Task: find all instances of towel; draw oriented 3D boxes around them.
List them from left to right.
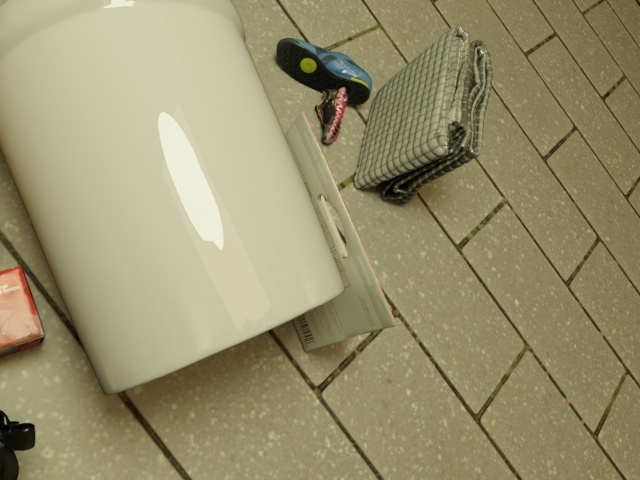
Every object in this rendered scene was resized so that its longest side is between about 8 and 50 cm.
[{"bbox_3d":[0.199,-0.224,0.935,0.121,0.235,0.283,27,61,-25],"label":"towel"}]

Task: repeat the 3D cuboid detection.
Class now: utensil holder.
[{"bbox_3d":[-0.183,-0.055,0.607,0.328,0.328,0.385,-20,85,-33],"label":"utensil holder"}]

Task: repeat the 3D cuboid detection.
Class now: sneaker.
[{"bbox_3d":[0.009,-0.344,0.975,0.210,0.069,0.082,21,52,-22],"label":"sneaker"},{"bbox_3d":[0.014,-0.242,0.956,0.057,0.047,0.119,11,74,12],"label":"sneaker"}]

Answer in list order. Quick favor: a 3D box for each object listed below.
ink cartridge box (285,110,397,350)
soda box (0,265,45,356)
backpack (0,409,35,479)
[{"bbox_3d":[0.000,0.000,0.722,0.066,0.261,0.296,-18,82,-32],"label":"ink cartridge box"},{"bbox_3d":[-0.453,0.114,0.533,0.264,0.083,0.092,-18,83,-33],"label":"soda box"},{"bbox_3d":[-0.426,0.259,0.383,0.264,0.213,0.276,26,83,-16],"label":"backpack"}]
